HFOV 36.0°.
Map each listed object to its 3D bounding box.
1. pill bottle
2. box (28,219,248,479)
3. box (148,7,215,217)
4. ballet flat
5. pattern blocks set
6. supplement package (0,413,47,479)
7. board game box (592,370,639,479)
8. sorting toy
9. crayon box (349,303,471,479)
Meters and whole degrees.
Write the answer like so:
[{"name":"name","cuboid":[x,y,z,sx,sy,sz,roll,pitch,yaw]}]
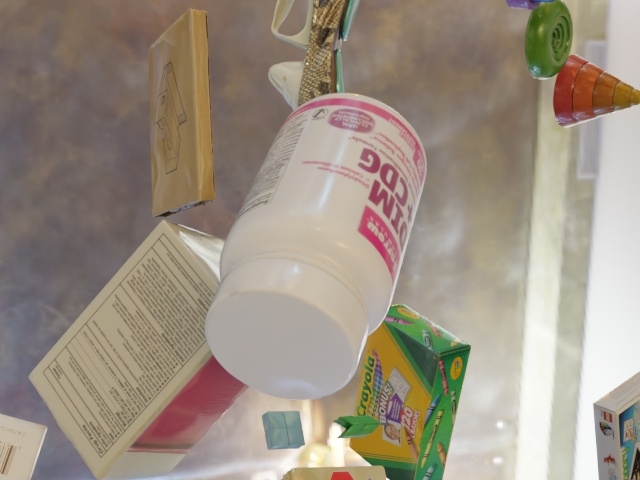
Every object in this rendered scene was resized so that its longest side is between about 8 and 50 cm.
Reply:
[{"name":"pill bottle","cuboid":[0.000,0.000,0.923,0.283,0.160,0.160,-70,174,-46]},{"name":"box","cuboid":[-0.162,0.118,1.032,0.232,0.127,0.148,-48,-116,11]},{"name":"box","cuboid":[-0.156,-0.132,1.075,0.164,0.021,0.201,-11,-99,63]},{"name":"ballet flat","cuboid":[-0.010,-0.391,1.960,0.164,0.182,0.482,60,35,-79]},{"name":"pattern blocks set","cuboid":[0.028,0.360,1.169,0.026,0.285,0.324,-43,-140,49]},{"name":"supplement package","cuboid":[-0.366,0.267,1.029,0.105,0.105,0.179,-85,-160,-46]},{"name":"board game box","cuboid":[0.576,0.385,1.763,0.053,0.193,0.305,19,-54,50]},{"name":"sorting toy","cuboid":[0.398,-0.289,1.487,0.126,0.365,0.127,13,-109,36]},{"name":"crayon box","cuboid":[0.147,0.268,1.665,0.165,0.081,0.278,31,-58,45]}]
